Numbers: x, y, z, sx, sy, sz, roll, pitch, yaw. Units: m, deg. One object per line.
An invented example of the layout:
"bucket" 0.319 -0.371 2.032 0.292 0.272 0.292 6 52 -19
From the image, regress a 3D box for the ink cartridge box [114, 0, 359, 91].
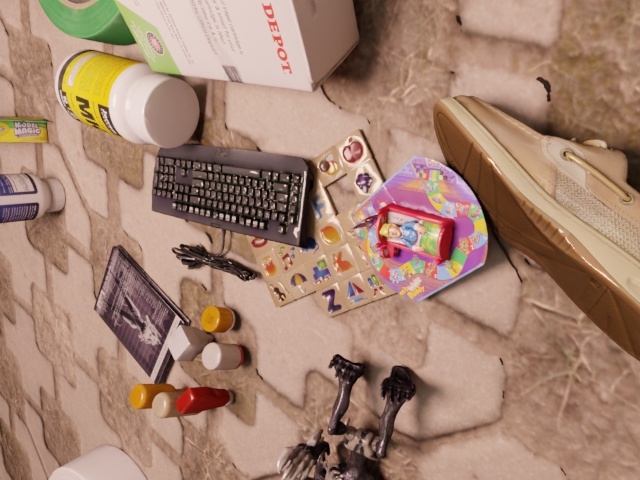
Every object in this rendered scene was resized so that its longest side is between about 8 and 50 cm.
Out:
"ink cartridge box" -0.110 -0.292 0.527 0.272 0.115 0.198 17 146 30

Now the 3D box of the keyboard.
"keyboard" -0.148 -0.035 0.700 0.317 0.033 0.202 13 106 35

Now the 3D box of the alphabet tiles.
"alphabet tiles" 0.000 0.000 0.627 0.237 0.009 0.198 -27 84 35

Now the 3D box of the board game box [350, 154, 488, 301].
"board game box" 0.095 -0.003 0.513 0.133 0.033 0.168 58 137 10

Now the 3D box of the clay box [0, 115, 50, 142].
"clay box" -0.660 -0.226 0.962 0.222 0.127 0.053 12 107 33

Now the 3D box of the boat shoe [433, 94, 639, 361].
"boat shoe" 0.220 -0.036 0.422 0.098 0.109 0.302 -36 63 -2

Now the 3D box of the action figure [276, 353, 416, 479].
"action figure" 0.030 0.286 0.585 0.164 0.141 0.276 16 105 30

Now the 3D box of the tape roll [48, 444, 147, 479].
"tape roll" -0.456 0.590 1.002 0.286 0.100 0.286 7 102 33

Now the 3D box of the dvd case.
"dvd case" -0.338 0.137 0.880 0.221 0.018 0.165 40 118 23

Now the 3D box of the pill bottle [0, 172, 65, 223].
"pill bottle" -0.598 -0.083 0.922 0.094 0.169 0.094 7 102 34

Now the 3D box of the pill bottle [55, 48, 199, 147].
"pill bottle" -0.290 -0.213 0.715 0.208 0.119 0.119 23 111 30

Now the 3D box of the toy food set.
"toy food set" -0.190 0.211 0.766 0.232 0.104 0.111 -50 56 12

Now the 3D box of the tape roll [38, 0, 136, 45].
"tape roll" -0.335 -0.472 0.722 0.321 0.077 0.321 7 103 33
